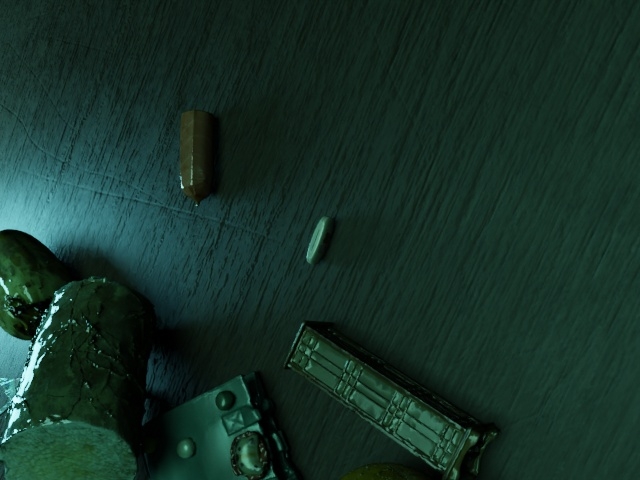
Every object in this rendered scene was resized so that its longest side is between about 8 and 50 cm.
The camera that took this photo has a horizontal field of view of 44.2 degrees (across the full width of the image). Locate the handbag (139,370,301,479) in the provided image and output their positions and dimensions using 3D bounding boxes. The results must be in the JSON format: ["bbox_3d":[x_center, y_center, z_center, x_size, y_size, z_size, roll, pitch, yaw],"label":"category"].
[{"bbox_3d":[-0.178,0.388,1.318,0.274,0.100,0.268,-31,68,27],"label":"handbag"}]

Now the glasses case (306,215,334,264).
[{"bbox_3d":[0.000,0.000,1.287,0.021,0.032,0.083,24,97,30],"label":"glasses case"}]

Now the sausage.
[{"bbox_3d":[-0.226,-0.149,1.437,0.065,0.065,0.169,-6,79,33],"label":"sausage"}]

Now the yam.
[{"bbox_3d":[-0.403,0.250,1.359,0.241,0.241,0.348,-25,45,29],"label":"yam"}]

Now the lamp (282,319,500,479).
[{"bbox_3d":[0.096,0.229,1.164,0.325,0.089,0.090,30,100,31],"label":"lamp"}]

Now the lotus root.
[{"bbox_3d":[-0.619,0.075,1.616,0.309,0.173,0.173,46,109,28],"label":"lotus root"}]

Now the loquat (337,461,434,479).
[{"bbox_3d":[0.094,0.416,1.061,0.235,0.235,0.234,-4,82,33],"label":"loquat"}]

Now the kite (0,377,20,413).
[{"bbox_3d":[-0.669,0.353,1.702,0.152,0.005,0.137,-49,61,20],"label":"kite"}]
